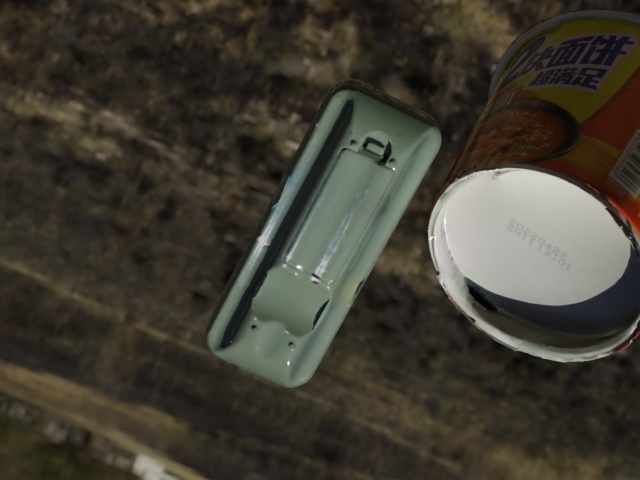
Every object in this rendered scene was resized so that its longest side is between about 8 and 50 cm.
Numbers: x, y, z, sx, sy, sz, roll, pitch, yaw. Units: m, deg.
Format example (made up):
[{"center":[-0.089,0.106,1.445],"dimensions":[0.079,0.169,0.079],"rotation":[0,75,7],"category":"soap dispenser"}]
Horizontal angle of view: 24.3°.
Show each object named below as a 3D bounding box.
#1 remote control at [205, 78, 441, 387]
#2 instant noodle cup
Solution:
[{"center":[0.000,0.000,1.542],"dimensions":[0.128,0.335,0.065],"rotation":[24,-159,-11],"category":"remote control"},{"center":[0.181,-0.031,1.039],"dimensions":[0.213,0.174,0.213],"rotation":[19,134,21],"category":"instant noodle cup"}]
